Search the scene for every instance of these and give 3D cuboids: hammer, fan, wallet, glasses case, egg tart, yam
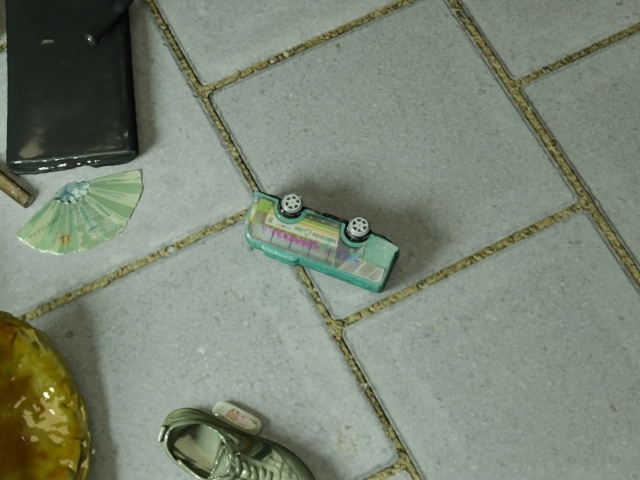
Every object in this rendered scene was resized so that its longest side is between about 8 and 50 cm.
[{"bbox_3d":[-0.350,-0.433,1.946,0.103,0.029,0.246,41,55,-10],"label":"hammer"},{"bbox_3d":[-0.402,-0.048,1.863,0.240,0.009,0.131,-30,75,-12],"label":"fan"},{"bbox_3d":[-0.447,-0.317,1.937,0.229,0.062,0.405,-6,70,-3],"label":"wallet"},{"bbox_3d":[-0.133,0.283,1.733,0.083,0.021,0.032,26,71,8],"label":"glasses case"},{"bbox_3d":[-0.504,0.278,1.596,0.169,0.388,0.387,-25,68,26],"label":"egg tart"},{"bbox_3d":[-0.554,-0.106,1.869,0.145,0.032,0.032,36,73,10],"label":"yam"}]

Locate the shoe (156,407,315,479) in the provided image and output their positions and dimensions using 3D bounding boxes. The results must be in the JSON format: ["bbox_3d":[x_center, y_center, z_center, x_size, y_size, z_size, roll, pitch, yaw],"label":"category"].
[{"bbox_3d":[-0.130,0.345,1.665,0.275,0.098,0.103,23,88,8],"label":"shoe"}]

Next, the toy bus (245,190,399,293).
[{"bbox_3d":[0.000,0.000,1.811,0.262,0.091,0.109,19,77,8],"label":"toy bus"}]
